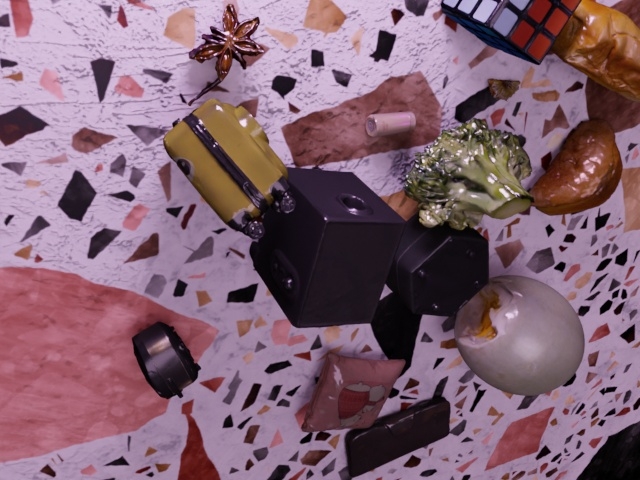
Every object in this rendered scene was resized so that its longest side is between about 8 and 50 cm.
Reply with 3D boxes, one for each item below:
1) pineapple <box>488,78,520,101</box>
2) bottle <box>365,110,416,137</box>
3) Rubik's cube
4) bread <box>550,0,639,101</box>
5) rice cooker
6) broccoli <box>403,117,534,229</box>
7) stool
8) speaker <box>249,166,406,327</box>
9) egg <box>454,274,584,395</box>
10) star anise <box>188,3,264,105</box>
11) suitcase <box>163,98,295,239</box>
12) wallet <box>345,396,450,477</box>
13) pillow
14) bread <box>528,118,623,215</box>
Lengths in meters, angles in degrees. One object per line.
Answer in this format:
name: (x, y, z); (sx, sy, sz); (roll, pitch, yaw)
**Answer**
pineapple: (0.383, -0.316, 1.510); (0.083, 0.019, 0.045); (-2, 117, -29)
bottle: (0.140, -0.231, 1.422); (0.097, 0.045, 0.045); (-11, 123, -22)
Rubik's cube: (0.351, -0.442, 1.324); (0.161, 0.162, 0.163); (21, 109, -36)
bread: (0.585, -0.390, 1.473); (0.295, 0.167, 0.132); (15, 111, -33)
rice cooker: (-0.311, 0.240, 1.441); (0.106, 0.112, 0.165); (-37, 130, -10)
broccoli: (0.323, -0.108, 1.466); (0.288, 0.245, 0.248); (-29, 137, -2)
stool: (0.257, 0.051, 1.596); (0.232, 0.141, 0.232); (-13, 124, -20)
speaker: (0.000, 0.000, 1.360); (0.184, 0.254, 0.232); (2, 119, -29)
egg: (0.492, 0.237, 1.743); (0.336, 0.278, 0.278); (33, 101, -29)
star anise: (-0.168, -0.303, 1.209); (0.097, 0.070, 0.190); (41, 98, -11)
suitcase: (-0.148, -0.124, 1.211); (0.143, 0.194, 0.235); (-40, 98, -6)
wallet: (0.213, 0.527, 1.935); (0.310, 0.042, 0.165); (-16, 127, -18)
pillow: (0.076, 0.368, 1.738); (0.236, 0.084, 0.223); (10, 113, -36)
bread: (0.608, -0.148, 1.658); (0.129, 0.134, 0.260); (31, 102, -38)
